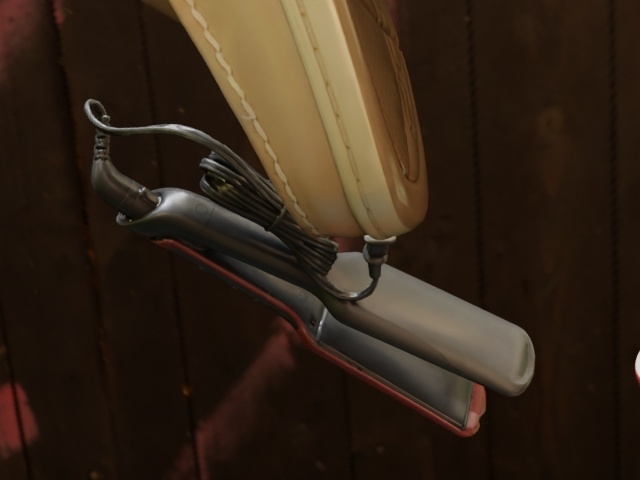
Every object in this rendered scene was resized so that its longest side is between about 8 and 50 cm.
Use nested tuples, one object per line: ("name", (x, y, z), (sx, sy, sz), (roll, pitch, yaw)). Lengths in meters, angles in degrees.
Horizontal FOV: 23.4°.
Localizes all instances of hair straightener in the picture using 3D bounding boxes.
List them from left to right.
("hair straightener", (0.000, 0.000, 0.666), (0.230, 0.047, 0.089), (34, -46, -11))

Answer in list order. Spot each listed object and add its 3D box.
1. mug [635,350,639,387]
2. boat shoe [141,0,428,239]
("mug", (0.229, 0.106, 0.687), (0.150, 0.113, 0.169), (-25, -76, 5))
("boat shoe", (-0.067, -0.141, 0.568), (0.110, 0.121, 0.341), (-27, -101, 9))
